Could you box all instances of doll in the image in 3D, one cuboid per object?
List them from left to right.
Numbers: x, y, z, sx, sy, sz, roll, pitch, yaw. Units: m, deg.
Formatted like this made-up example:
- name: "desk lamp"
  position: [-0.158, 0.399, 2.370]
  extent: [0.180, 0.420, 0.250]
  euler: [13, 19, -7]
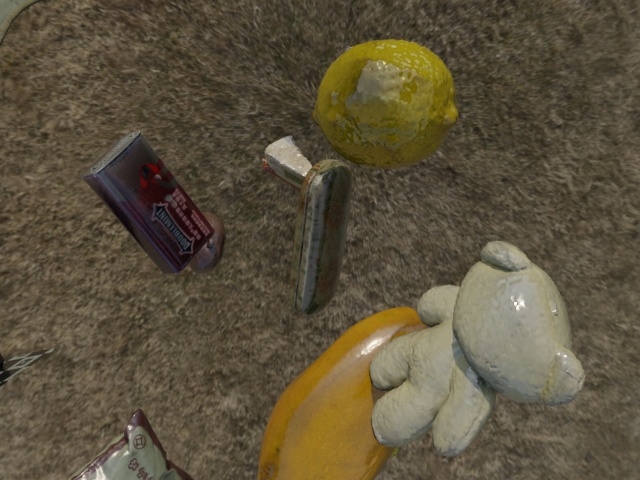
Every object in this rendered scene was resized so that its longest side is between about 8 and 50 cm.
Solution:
- name: "doll"
  position: [-0.285, 0.016, 1.586]
  extent: [0.096, 0.188, 0.145]
  euler: [17, 58, -25]
- name: "doll"
  position: [0.159, 0.128, 0.741]
  extent: [0.278, 0.149, 0.175]
  euler: [-38, 70, 39]

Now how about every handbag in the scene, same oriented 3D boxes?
- name: "handbag"
  position: [-0.270, 0.353, 0.858]
  extent: [0.235, 0.127, 0.213]
  euler: [-37, 132, -17]

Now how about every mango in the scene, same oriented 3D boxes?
- name: "mango"
  position: [0.030, 0.242, 0.925]
  extent: [0.187, 0.144, 0.359]
  euler: [22, 102, -29]

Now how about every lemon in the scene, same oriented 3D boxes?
- name: "lemon"
  position: [0.128, -0.279, 1.384]
  extent: [0.322, 0.268, 0.268]
  euler: [9, 101, 20]

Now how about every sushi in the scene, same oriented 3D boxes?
- name: "sushi"
  position: [-0.832, 0.317, 1.474]
  extent: [0.343, 0.359, 0.064]
  euler: [-14, 103, 26]

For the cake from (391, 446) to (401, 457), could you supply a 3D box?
- name: "cake"
  position: [0.130, 0.476, 1.858]
  extent: [0.179, 0.156, 0.260]
  euler: [-5, 107, 5]

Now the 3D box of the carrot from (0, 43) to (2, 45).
- name: "carrot"
  position: [-0.671, -0.494, 1.357]
  extent: [0.049, 0.049, 0.254]
  euler: [-12, 73, 3]

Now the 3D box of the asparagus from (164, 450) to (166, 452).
- name: "asparagus"
  position: [-0.276, 0.357, 1.105]
  extent: [0.015, 0.114, 0.014]
  euler: [34, 84, 7]

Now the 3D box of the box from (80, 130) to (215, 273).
- name: "box"
  position: [-0.284, -0.060, 1.128]
  extent: [0.069, 0.120, 0.224]
  euler: [-3, 129, 43]

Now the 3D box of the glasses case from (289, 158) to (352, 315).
- name: "glasses case"
  position: [0.000, 0.000, 1.696]
  extent: [0.098, 0.156, 0.425]
  euler: [24, 123, 29]

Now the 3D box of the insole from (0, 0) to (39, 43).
- name: "insole"
  position: [-0.349, -0.265, 0.702]
  extent: [0.009, 0.348, 0.119]
  euler: [-27, 114, 37]

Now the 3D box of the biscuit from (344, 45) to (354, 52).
- name: "biscuit"
  position: [0.073, -0.407, 1.829]
  extent: [0.032, 0.133, 0.250]
  euler: [30, 119, 23]

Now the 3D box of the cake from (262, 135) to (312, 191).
- name: "cake"
  position: [-0.084, -0.191, 1.886]
  extent: [0.117, 0.086, 0.220]
  euler: [-22, 66, -15]
